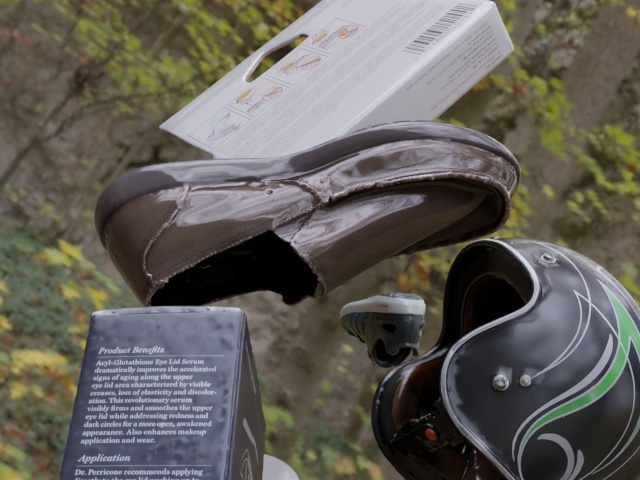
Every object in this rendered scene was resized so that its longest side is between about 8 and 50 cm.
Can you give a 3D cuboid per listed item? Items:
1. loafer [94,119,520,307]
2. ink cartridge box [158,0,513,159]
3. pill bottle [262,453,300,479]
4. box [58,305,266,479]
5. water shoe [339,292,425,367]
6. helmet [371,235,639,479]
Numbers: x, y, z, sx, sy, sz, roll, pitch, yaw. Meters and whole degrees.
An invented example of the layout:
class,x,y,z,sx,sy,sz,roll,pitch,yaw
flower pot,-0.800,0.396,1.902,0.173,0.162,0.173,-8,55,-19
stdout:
class,x,y,z,sx,sy,sz,roll,pitch,yaw
loafer,0.000,0.000,0.973,0.366,0.130,0.134,-10,-35,-8
ink cartridge box,0.010,-0.155,1.205,0.261,0.296,0.066,27,-27,54
pill bottle,-0.108,0.417,1.052,0.229,0.408,0.229,-6,8,1
box,-0.101,0.169,0.764,0.108,0.207,0.153,-2,-42,4
water shoe,0.067,0.113,1.380,0.073,0.080,0.203,6,-12,-11
helmet,0.127,0.086,0.696,0.169,0.161,0.169,35,-27,21
